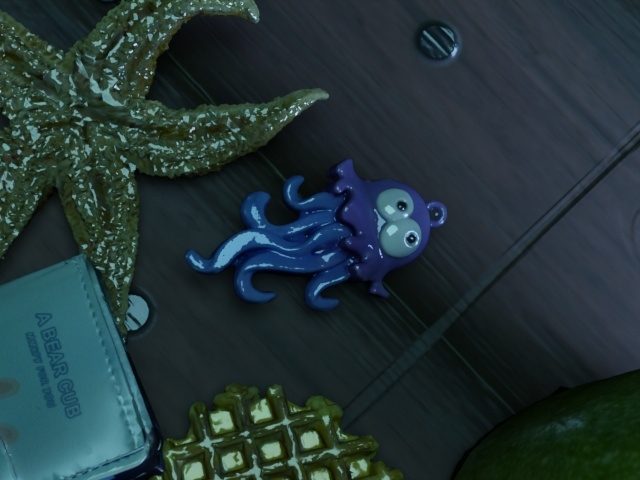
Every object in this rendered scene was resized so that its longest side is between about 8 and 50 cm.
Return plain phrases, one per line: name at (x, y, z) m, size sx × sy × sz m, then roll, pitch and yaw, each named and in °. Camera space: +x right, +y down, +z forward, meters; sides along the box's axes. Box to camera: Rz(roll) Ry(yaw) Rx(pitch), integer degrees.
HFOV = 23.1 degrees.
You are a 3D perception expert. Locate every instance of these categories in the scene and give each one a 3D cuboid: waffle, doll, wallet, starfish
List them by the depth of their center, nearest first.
wallet at (-0.248, 0.127, 1.086) m, size 0.250 × 0.075 × 0.176 m, roll -21°, pitch 69°, yaw -6°
waffle at (-0.049, 0.189, 1.128) m, size 0.161 × 0.046 × 0.192 m, roll 38°, pitch 74°, yaw 3°
doll at (0.000, 0.000, 1.173) m, size 0.206 × 0.067 × 0.110 m, roll -14°, pitch 91°, yaw -14°
starfish at (-0.165, -0.068, 1.176) m, size 0.299 × 0.060 × 0.302 m, roll 20°, pitch 85°, yaw -11°

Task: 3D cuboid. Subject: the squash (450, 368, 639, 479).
squash at (0.248, 0.223, 1.027) m, size 0.310 × 0.309 × 0.310 m, roll 2°, pitch 76°, yaw -8°
